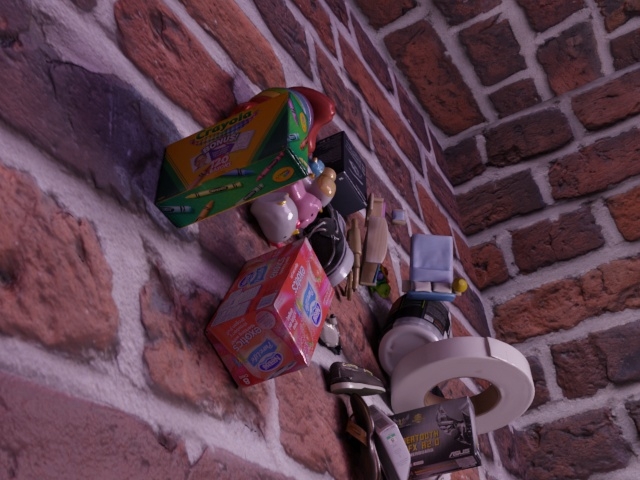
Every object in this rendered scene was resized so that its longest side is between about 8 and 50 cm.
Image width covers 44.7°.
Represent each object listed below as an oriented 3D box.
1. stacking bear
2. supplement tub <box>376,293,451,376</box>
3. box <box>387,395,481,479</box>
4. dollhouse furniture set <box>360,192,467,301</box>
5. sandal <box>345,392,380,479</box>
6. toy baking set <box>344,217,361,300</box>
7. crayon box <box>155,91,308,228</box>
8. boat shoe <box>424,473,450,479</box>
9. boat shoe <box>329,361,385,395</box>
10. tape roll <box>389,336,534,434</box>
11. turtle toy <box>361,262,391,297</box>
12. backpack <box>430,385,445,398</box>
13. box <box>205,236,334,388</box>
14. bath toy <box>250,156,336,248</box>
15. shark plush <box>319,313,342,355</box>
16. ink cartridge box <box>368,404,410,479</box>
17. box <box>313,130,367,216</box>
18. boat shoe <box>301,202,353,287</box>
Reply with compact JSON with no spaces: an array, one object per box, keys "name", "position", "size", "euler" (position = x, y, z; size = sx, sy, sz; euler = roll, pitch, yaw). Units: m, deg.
[{"name":"stacking bear","position":[-0.117,-0.286,1.875],"size":[0.164,0.175,0.289],"euler":[39,27,13]},{"name":"supplement tub","position":[0.282,0.269,2.287],"size":[0.194,0.193,0.316],"euler":[65,21,-11]},{"name":"box","position":[0.288,0.512,1.999],"size":[0.183,0.230,0.056],"euler":[-86,152,-49]},{"name":"dollhouse furniture set","position":[0.278,0.003,2.231],"size":[0.198,0.303,0.287],"euler":[97,-2,-68]},{"name":"sandal","position":[0.088,0.457,1.787],"size":[0.090,0.060,0.220],"euler":[119,-33,-62]},{"name":"toy baking set","position":[0.076,0.042,2.086],"size":[0.197,0.030,0.256],"euler":[106,-13,-52]},{"name":"crayon box","position":[-0.159,-0.147,1.431],"size":[0.081,0.278,0.165],"euler":[53,25,-40]},{"name":"boat shoe","position":[0.315,0.642,2.134],"size":[0.277,0.098,0.096],"euler":[22,49,-65]},{"name":"boat shoe","position":[0.092,0.337,1.886],"size":[0.227,0.081,0.069],"euler":[27,49,-58]},{"name":"tape roll","position":[0.382,0.405,2.121],"size":[0.392,0.391,0.072],"euler":[53,25,-37]},{"name":"turtle toy","position":[0.174,0.116,2.346],"size":[0.095,0.066,0.130],"euler":[40,34,-53]},{"name":"backpack","position":[0.327,0.490,2.338],"size":[0.105,0.084,0.114],"euler":[60,26,-25]},{"name":"box","position":[-0.089,0.134,1.520],"size":[0.142,0.154,0.300],"euler":[63,19,-17]},{"name":"bath toy","position":[-0.057,-0.091,1.872],"size":[0.348,0.151,0.129],"euler":[-56,144,-61]},{"name":"shark plush","position":[0.021,0.215,1.872],"size":[0.161,0.073,0.067],"euler":[47,-1,-37]},{"name":"ink cartridge box","position":[0.176,0.517,1.849],"size":[0.225,0.056,0.181],"euler":[64,-10,-9]},{"name":"box","position":[0.057,-0.194,2.294],"size":[0.153,0.108,0.207],"euler":[54,25,-36]},{"name":"boat shoe","position":[0.000,0.000,1.973],"size":[0.119,0.121,0.335],"euler":[50,15,-25]}]
